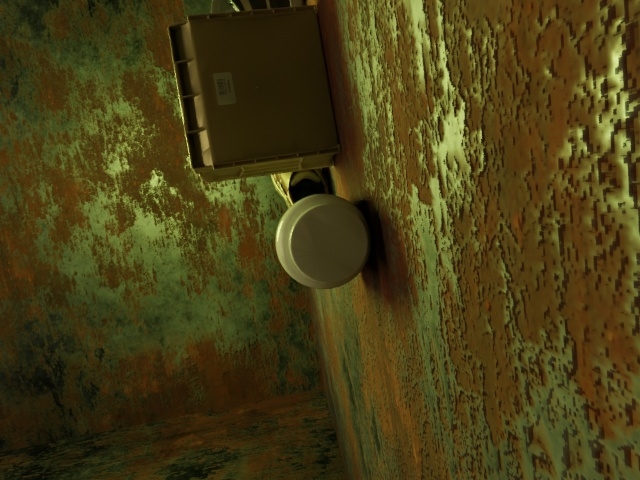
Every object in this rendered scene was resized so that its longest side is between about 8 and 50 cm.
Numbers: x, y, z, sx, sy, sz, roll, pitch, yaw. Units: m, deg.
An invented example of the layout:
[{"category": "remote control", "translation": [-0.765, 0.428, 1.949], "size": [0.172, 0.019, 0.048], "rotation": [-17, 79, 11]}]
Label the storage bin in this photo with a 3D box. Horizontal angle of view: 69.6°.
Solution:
[{"category": "storage bin", "translation": [-0.114, -0.255, 0.826], "size": [0.123, 0.260, 0.262], "rotation": [176, 85, -81]}]

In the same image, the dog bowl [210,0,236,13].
[{"category": "dog bowl", "translation": [-0.157, -0.461, 1.136], "size": [0.349, 0.102, 0.349], "rotation": [5, -90, -80]}]

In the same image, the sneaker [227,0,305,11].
[{"category": "sneaker", "translation": [-0.121, -0.553, 0.902], "size": [0.099, 0.153, 0.282], "rotation": [-113, 14, -66]}]

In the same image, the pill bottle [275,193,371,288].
[{"category": "pill bottle", "translation": [0.000, 0.000, 0.697], "size": [0.245, 0.136, 0.136], "rotation": [-157, 58, -84]}]

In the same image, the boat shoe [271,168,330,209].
[{"category": "boat shoe", "translation": [-0.032, -0.122, 1.029], "size": [0.120, 0.122, 0.324], "rotation": [101, 151, -61]}]
